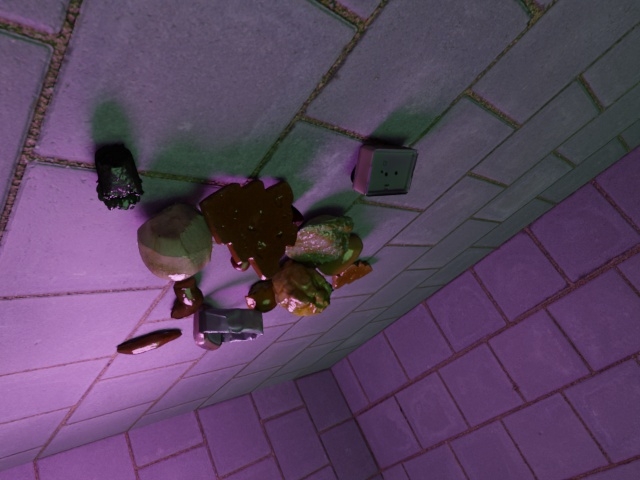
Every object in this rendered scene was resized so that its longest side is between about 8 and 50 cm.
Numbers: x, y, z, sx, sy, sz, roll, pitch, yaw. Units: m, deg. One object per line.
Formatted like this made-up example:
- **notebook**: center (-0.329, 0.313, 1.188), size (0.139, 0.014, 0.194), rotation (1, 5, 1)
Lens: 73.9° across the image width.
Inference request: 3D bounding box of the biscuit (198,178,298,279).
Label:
- **biscuit**: center (-0.185, -0.052, 1.129), size (0.306, 0.284, 0.043), rotation (22, 167, -41)

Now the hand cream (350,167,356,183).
- **hand cream**: center (0.183, -0.215, 1.378), size (0.235, 0.055, 0.086), rotation (-16, 151, -40)

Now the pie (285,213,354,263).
- **pie**: center (-0.008, 0.000, 1.522), size (0.257, 0.105, 0.274), rotation (-11, 152, -15)

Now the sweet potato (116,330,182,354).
- **sweet potato**: center (-0.655, 0.397, 1.663), size (0.255, 0.058, 0.078), rotation (-12, 167, -37)

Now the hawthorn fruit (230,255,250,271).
- **hawthorn fruit**: center (-0.262, 0.064, 1.415), size (0.077, 0.077, 0.077), rotation (-23, 155, -11)

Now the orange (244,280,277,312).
- **orange**: center (-0.233, 0.240, 1.751), size (0.160, 0.112, 0.170), rotation (-44, 163, 29)

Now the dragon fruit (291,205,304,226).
- **dragon fruit**: center (-0.134, -0.054, 1.293), size (0.147, 0.102, 0.096), rotation (-9, 152, -46)

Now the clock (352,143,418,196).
- **clock**: center (0.198, -0.215, 1.286), size (0.192, 0.071, 0.147), rotation (-9, 118, -38)

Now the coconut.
- **coconut**: center (-0.364, 0.012, 1.075), size (0.194, 0.194, 0.194), rotation (-23, 155, -11)

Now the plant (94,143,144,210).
- **plant**: center (-0.411, -0.124, 0.871), size (0.094, 0.092, 0.143), rotation (-22, 150, -33)

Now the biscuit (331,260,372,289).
- **biscuit**: center (0.157, 0.155, 2.072), size (0.238, 0.041, 0.212), rotation (-11, 144, -34)

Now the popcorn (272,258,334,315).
- **popcorn**: center (-0.078, 0.187, 1.648), size (0.215, 0.252, 0.286), rotation (-37, 163, -11)

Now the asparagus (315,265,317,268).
- **asparagus**: center (-0.016, 0.115, 1.837), size (0.018, 0.015, 0.127), rotation (-32, 157, 31)

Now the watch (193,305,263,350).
- **watch**: center (-0.346, 0.338, 1.668), size (0.241, 0.162, 0.253), rotation (-8, 157, 5)

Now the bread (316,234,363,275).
- **bread**: center (0.087, 0.069, 1.764), size (0.147, 0.098, 0.217), rotation (-5, 148, -48)

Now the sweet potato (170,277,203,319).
- **sweet potato**: center (-0.468, 0.205, 1.473), size (0.112, 0.085, 0.286), rotation (21, 147, -17)
